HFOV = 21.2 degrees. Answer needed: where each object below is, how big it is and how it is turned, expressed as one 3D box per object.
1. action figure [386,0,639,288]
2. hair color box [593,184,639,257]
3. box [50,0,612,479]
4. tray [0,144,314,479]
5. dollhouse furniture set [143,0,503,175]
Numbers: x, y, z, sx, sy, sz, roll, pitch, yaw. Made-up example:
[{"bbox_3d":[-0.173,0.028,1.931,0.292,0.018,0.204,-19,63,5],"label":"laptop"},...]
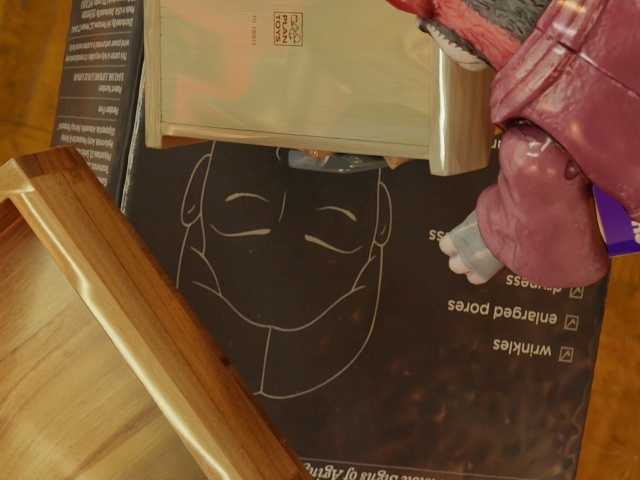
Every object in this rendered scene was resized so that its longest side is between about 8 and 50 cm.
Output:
[{"bbox_3d":[0.178,-0.023,0.736,0.370,0.276,0.248,28,106,-2],"label":"action figure"},{"bbox_3d":[0.319,-0.088,1.226,0.339,0.185,0.110,-11,111,20],"label":"hair color box"},{"bbox_3d":[0.000,0.000,1.577,0.480,0.297,0.472,9,90,-22],"label":"box"},{"bbox_3d":[-0.223,0.155,0.849,0.411,0.076,0.203,-37,87,18],"label":"tray"},{"bbox_3d":[0.066,-0.177,1.005,0.198,0.303,0.286,7,103,33],"label":"dollhouse furniture set"}]
